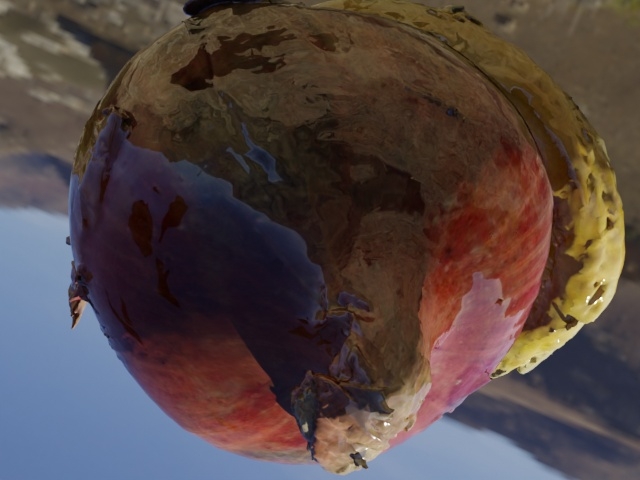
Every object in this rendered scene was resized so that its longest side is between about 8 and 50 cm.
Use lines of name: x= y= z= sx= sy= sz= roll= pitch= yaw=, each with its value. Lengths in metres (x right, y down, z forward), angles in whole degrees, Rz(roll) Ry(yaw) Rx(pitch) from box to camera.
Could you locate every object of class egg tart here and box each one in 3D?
egg tart: x=0.092 y=-0.047 z=1.334 sx=0.388 sy=0.388 sz=0.169 roll=23 pitch=-141 yaw=15

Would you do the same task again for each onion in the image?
onion: x=-0.016 y=-0.005 z=1.074 sx=0.353 sy=0.354 sz=0.353 roll=23 pitch=180 yaw=0
